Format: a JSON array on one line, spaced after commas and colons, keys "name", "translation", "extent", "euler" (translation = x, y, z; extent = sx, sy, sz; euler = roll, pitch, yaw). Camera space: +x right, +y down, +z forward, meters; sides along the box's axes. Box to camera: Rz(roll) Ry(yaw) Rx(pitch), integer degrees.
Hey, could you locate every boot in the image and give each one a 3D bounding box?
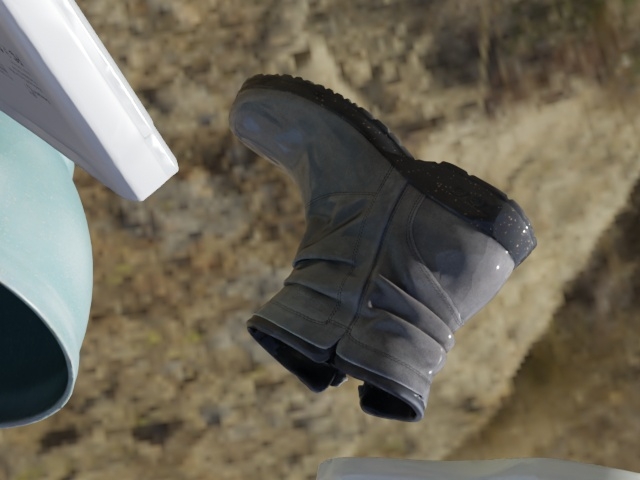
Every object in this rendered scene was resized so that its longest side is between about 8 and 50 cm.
[{"name": "boot", "translation": [0.000, 0.000, 1.639], "extent": [0.223, 0.338, 0.118], "euler": [-51, 148, -16]}, {"name": "boot", "translation": [0.112, 0.233, 1.210], "extent": [0.244, 0.176, 0.088], "euler": [-3, 159, 15]}]

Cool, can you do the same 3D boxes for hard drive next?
[{"name": "hard drive", "translation": [-0.203, -0.168, 0.978], "extent": [0.040, 0.203, 0.307], "euler": [-41, 127, -13]}]

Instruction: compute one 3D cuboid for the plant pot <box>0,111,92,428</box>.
[{"name": "plant pot", "translation": [-0.304, -0.011, 1.460], "extent": [0.293, 0.196, 0.293], "euler": [11, 147, 7]}]
